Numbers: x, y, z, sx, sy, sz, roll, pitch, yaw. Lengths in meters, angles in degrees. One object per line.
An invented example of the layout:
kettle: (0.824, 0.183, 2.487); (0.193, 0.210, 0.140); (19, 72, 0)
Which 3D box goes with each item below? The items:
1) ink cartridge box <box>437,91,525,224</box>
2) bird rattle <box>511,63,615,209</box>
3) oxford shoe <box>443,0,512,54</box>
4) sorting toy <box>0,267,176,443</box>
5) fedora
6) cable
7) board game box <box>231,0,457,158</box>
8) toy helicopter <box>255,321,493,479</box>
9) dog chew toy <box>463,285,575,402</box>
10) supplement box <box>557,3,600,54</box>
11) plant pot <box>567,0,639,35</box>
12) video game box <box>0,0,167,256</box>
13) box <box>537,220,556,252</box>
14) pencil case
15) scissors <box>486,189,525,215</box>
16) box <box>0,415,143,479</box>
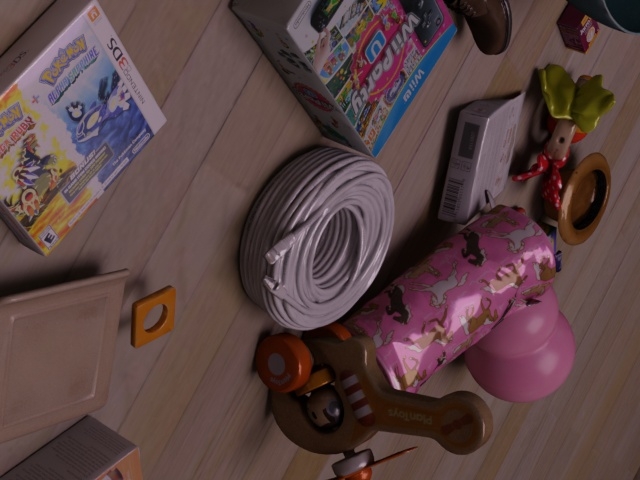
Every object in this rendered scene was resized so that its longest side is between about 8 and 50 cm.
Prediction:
ink cartridge box: (0.272, -0.146, 1.905); (0.232, 0.066, 0.189); (-43, 145, -62)
bird rattle: (0.448, -0.194, 2.048); (0.207, 0.143, 0.254); (-47, 150, -54)
oxford shoe: (0.212, -0.352, 1.644); (0.096, 0.082, 0.227); (-47, 131, -23)
sorting toy: (-0.300, 0.123, 1.250); (0.347, 0.047, 0.196); (-13, 126, -51)
fedora: (0.490, -0.086, 2.204); (0.194, 0.079, 0.194); (-24, 122, -44)
cable: (0.000, 0.000, 1.560); (0.257, 0.089, 0.257); (-53, 146, -20)
board game box: (0.040, -0.279, 1.426); (0.224, 0.097, 0.303); (-58, 148, -11)
toy helicopter: (0.075, 0.250, 1.581); (0.140, 0.355, 0.235); (-8, 100, -53)
dog chew toy: (0.346, 0.140, 2.057); (0.206, 0.206, 0.332); (-46, 135, -28)
supplement box: (0.456, -0.377, 2.006); (0.055, 0.043, 0.083); (-58, 146, -9)
plant pot: (0.441, -0.478, 1.754); (0.290, 0.195, 0.290); (-18, 119, -37)
video game box: (-0.264, -0.116, 1.142); (0.205, 0.048, 0.187); (-52, 143, -20)
box: (0.396, 0.054, 2.206); (0.179, 0.043, 0.105); (-40, 140, -31)
pencil case: (0.202, 0.105, 1.801); (0.386, 0.167, 0.160); (-34, 155, -22)
scissors: (0.317, -0.021, 2.021); (0.109, 0.021, 0.297); (-67, 158, 3)
box: (-0.298, 0.315, 1.335); (0.170, 0.091, 0.130); (-36, 138, -38)
